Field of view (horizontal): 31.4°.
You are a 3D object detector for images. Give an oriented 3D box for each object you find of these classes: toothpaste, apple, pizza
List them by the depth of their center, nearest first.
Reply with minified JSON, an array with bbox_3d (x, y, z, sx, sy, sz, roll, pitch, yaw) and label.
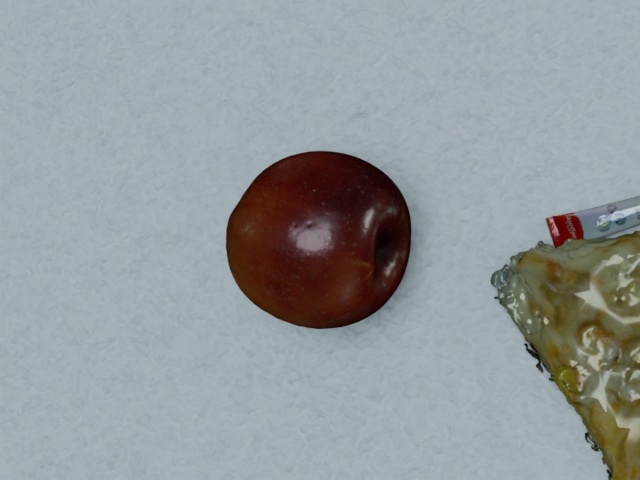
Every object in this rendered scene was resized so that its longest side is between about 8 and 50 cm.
[{"bbox_3d":[0.455,0.129,1.307,0.392,0.080,0.435,-32,78,13],"label":"pizza"},{"bbox_3d":[0.372,-0.032,1.381,0.190,0.031,0.048,-18,88,17],"label":"toothpaste"},{"bbox_3d":[0.000,0.000,1.390,0.201,0.218,0.218,19,90,24],"label":"apple"}]
